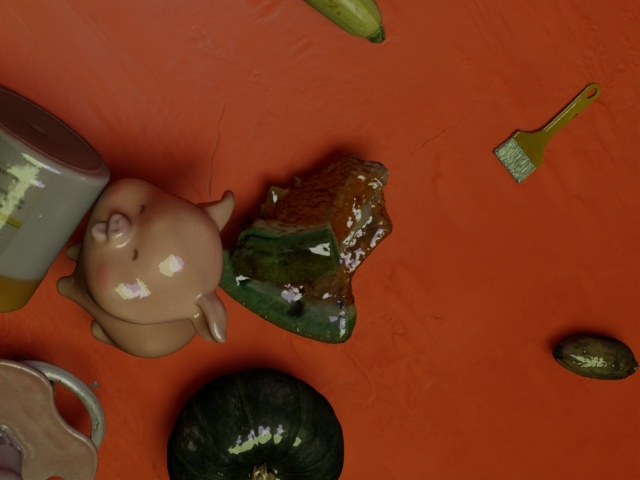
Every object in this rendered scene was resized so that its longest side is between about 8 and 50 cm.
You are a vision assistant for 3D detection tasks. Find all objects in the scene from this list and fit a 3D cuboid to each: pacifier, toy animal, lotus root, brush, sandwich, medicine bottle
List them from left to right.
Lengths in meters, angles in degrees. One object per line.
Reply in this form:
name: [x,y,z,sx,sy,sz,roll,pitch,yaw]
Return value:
medicine bottle: [-0.441,-0.062,1.510,0.238,0.238,0.232,29,103,-29]
pacifier: [-0.483,0.324,1.715,0.220,0.273,0.332,-3,127,33]
toy animal: [-0.246,0.055,1.618,0.269,0.237,0.326,-6,151,13]
sandwich: [0.000,0.000,1.712,0.250,0.162,0.301,35,89,0]
brush: [0.384,-0.187,1.861,0.205,0.011,0.083,-41,121,4]
lotus root: [0.510,0.213,2.074,0.179,0.089,0.081,15,74,-21]

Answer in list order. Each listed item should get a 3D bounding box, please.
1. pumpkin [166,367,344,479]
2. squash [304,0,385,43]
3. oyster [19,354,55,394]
pumpkin: [-0.103,0.355,1.863,0.300,0.207,0.300,-8,118,-15]
squash: [0.029,-0.351,1.620,0.094,0.094,0.224,-47,130,8]
oyster: [-0.443,0.212,1.775,0.051,0.034,0.093,1,129,-2]
